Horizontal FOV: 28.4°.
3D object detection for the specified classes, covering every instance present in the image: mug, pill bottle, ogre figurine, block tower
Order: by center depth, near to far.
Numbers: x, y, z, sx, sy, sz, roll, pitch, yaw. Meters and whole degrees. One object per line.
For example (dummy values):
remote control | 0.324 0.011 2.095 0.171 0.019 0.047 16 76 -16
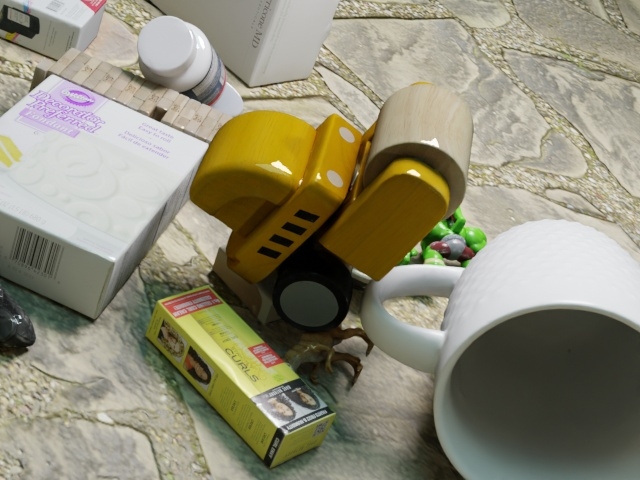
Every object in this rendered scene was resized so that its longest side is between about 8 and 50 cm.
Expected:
mug | 0.231 0.110 1.512 0.374 0.276 0.328 11 26 2
block tower | -0.236 -0.159 1.766 0.336 0.091 0.097 23 32 -1
ogre figurine | 0.179 0.015 1.769 0.197 0.096 0.118 4 47 -8
pill bottle | -0.205 -0.258 1.837 0.108 0.108 0.180 31 -5 12

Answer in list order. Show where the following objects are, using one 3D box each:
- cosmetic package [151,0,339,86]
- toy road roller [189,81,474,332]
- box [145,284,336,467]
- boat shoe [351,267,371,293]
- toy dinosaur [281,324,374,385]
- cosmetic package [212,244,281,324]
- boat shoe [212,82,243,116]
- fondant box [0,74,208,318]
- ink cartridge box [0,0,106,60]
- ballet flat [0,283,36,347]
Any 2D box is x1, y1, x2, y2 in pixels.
cosmetic package | -0.151 -0.440 2.131 0.155 0.197 0.365 -15 47 -44
toy road roller | 0.000 -0.073 1.490 0.241 0.329 0.202 36 35 -16
box | -0.093 0.150 1.435 0.087 0.058 0.232 -16 49 -44
boat shoe | 0.000 0.000 1.706 0.228 0.068 0.081 34 69 21
toy dinosaur | 0.011 0.114 1.548 0.112 0.064 0.211 27 32 8
cosmetic package | -0.079 0.051 1.603 0.060 0.041 0.115 -13 47 -41
boat shoe | -0.181 -0.234 1.952 0.142 0.049 0.040 30 -6 3
fondant box | -0.311 -0.066 1.582 0.238 0.096 0.330 24 31 2
ink cartridge box | -0.434 -0.354 1.941 0.175 0.072 0.127 22 33 -2
ballet flat | -0.378 0.062 1.411 0.173 0.057 0.049 46 -2 30
